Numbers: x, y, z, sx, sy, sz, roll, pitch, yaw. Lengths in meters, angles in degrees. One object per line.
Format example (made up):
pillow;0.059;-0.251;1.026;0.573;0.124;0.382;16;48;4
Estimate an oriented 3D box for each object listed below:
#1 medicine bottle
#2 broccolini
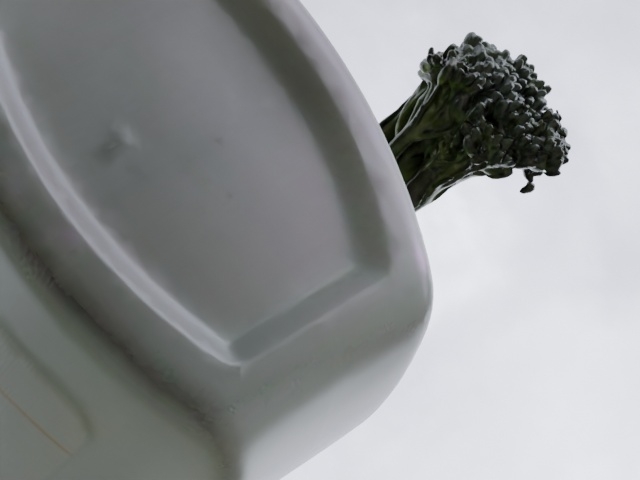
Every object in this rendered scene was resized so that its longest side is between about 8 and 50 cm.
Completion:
medicine bottle;-0.107;0.032;0.551;0.124;0.324;0.179;-31;-97;-38
broccolini;-0.002;-0.002;0.643;0.067;0.058;0.216;23;-47;-38
